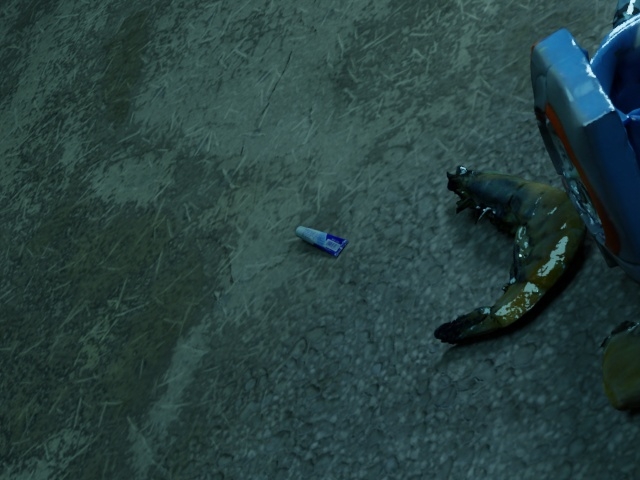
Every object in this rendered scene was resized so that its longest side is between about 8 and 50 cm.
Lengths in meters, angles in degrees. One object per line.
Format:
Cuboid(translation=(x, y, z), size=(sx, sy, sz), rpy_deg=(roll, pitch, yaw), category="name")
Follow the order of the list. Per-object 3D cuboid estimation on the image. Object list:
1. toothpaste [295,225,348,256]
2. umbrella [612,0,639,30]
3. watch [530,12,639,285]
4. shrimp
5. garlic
Cuboid(translation=(0.000, 0.000, 2.255), size=(0.083, 0.015, 0.024), rpy_deg=(20, 68, 50), category="toothpaste")
Cuboid(translation=(0.366, -0.310, 2.134), size=(0.053, 0.052, 0.250), rpy_deg=(17, 55, 6), category="umbrella")
Cuboid(translation=(0.345, -0.129, 1.831), size=(0.274, 0.241, 0.305), rpy_deg=(-24, 30, 5), category="watch")
Cuboid(translation=(0.160, 0.011, 2.018), size=(0.198, 0.051, 0.262), rpy_deg=(-50, 35, -6), category="shrimp")
Cuboid(translation=(0.312, 0.109, 1.723), size=(0.152, 0.066, 0.084), rpy_deg=(-11, 73, 48), category="garlic")
